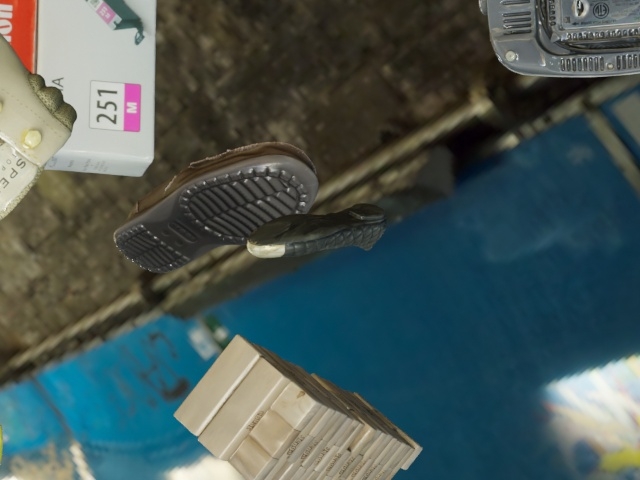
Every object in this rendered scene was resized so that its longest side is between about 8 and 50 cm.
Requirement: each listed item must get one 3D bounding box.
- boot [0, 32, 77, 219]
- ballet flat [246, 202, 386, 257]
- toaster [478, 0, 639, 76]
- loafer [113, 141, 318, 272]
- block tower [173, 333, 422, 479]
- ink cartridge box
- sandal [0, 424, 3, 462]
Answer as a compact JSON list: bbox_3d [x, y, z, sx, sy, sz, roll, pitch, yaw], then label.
[{"bbox_3d":[-0.236,-0.089,0.771,0.095,0.203,0.262,-39,-171,15],"label":"boot"},{"bbox_3d":[0.000,0.000,1.416,0.173,0.057,0.049,-10,122,-41],"label":"ballet flat"},{"bbox_3d":[0.247,-0.198,1.160,0.227,0.129,0.146,-3,-173,21],"label":"toaster"},{"bbox_3d":[-0.142,-0.069,1.967,0.366,0.134,0.130,-17,-140,42],"label":"loafer"},{"bbox_3d":[-0.010,0.179,1.342,0.097,0.091,0.335,-51,155,2],"label":"block tower"},{"bbox_3d":[-0.297,-0.214,1.552,0.060,0.239,0.275,139,-48,-67],"label":"ink cartridge box"},{"bbox_3d":[-0.317,0.045,1.070,0.126,0.317,0.138,-18,170,7],"label":"sandal"}]
